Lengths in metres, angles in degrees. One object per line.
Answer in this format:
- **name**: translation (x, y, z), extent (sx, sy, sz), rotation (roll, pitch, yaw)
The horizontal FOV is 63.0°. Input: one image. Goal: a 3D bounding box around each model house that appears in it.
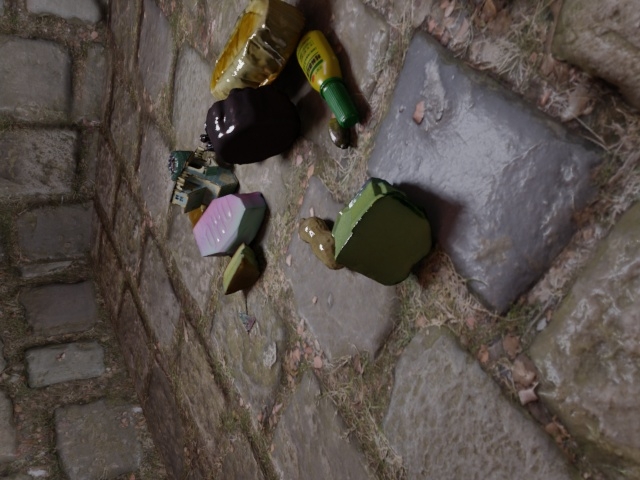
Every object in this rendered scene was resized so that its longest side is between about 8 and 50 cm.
- **model house**: translation (0.144, -0.041, 1.237), extent (0.214, 0.195, 0.189), rotation (-58, 24, 22)
- **model house**: translation (-0.418, -0.218, 1.973), extent (0.271, 0.206, 0.178), rotation (-77, 14, -53)

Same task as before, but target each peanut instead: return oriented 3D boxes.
- **peanut**: translation (0.001, 0.000, 1.485), extent (0.228, 0.085, 0.104), rotation (48, 150, 41)

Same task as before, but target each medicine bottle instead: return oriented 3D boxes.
- **medicine bottle**: translation (0.023, -0.428, 1.400), extent (0.111, 0.076, 0.309), rotation (-53, 54, 46)

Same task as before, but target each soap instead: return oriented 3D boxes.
- **soap**: translation (-0.325, -0.060, 1.877), extent (0.324, 0.109, 0.193), rotation (-45, 62, 37)

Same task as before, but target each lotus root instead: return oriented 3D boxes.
- **lotus root**: translation (0.050, -0.283, 1.398), extent (0.049, 0.054, 0.099), rotation (-33, 68, 41)

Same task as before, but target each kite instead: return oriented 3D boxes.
- **kite**: translation (-0.282, 0.285, 1.995), extent (0.139, 0.011, 0.157), rotation (5, 100, 51)

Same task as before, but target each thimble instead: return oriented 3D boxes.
- **thimble**: translation (-0.612, -0.331, 2.300), extent (0.135, 0.090, 0.119), rotation (-54, 50, 47)

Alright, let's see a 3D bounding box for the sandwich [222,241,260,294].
- **sandwich**: translation (-0.285, 0.103, 1.899), extent (0.258, 0.096, 0.094), rotation (-51, 49, 47)

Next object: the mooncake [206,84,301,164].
- **mooncake**: translation (-0.199, -0.343, 1.551), extent (0.283, 0.282, 0.141), rotation (-35, 68, 51)

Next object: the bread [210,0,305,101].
- **bread**: translation (-0.184, -0.547, 1.556), extent (0.388, 0.183, 0.236), rotation (-29, 52, 50)

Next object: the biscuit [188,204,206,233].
- **biscuit**: translation (-0.528, -0.107, 2.261), extent (0.226, 0.036, 0.166), rotation (60, 138, 34)

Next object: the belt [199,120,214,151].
- **belt**: translation (-0.320, -0.353, 1.879), extent (0.359, 0.094, 0.126), rotation (28, 113, 48)

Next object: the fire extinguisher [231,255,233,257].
- **fire extinguisher**: translation (-0.333, 0.012, 1.998), extent (0.078, 0.045, 0.157), rotation (-25, 72, 31)
